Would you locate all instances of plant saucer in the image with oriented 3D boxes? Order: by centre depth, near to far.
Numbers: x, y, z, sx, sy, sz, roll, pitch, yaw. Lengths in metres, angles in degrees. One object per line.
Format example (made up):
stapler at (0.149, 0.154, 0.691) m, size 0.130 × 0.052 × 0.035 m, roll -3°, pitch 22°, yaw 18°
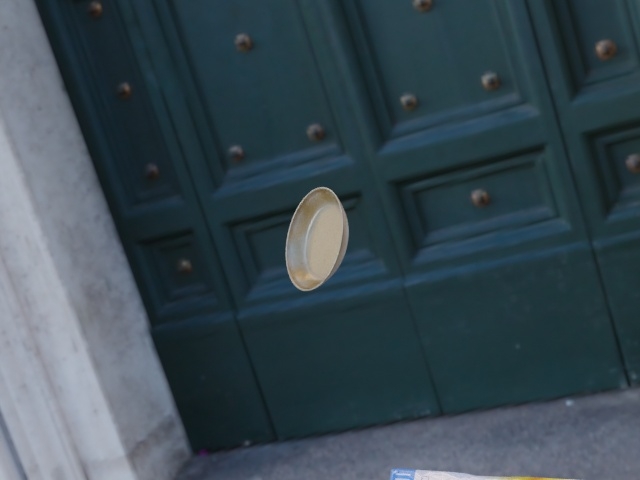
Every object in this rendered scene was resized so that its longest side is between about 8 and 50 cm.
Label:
plant saucer at (0.000, 0.000, 0.880) m, size 0.015 × 0.083 × 0.083 m, roll 12°, pitch -6°, yaw -31°

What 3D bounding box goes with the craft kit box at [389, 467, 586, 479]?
craft kit box at (0.145, 0.263, 0.678) m, size 0.247 × 0.061 × 0.250 m, roll -2°, pitch 47°, yaw 22°
